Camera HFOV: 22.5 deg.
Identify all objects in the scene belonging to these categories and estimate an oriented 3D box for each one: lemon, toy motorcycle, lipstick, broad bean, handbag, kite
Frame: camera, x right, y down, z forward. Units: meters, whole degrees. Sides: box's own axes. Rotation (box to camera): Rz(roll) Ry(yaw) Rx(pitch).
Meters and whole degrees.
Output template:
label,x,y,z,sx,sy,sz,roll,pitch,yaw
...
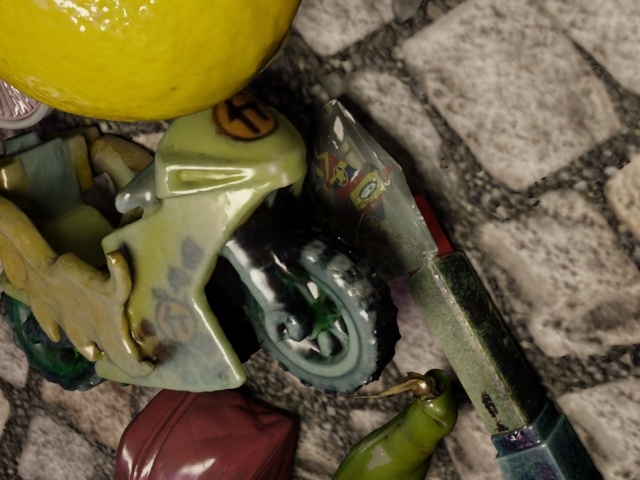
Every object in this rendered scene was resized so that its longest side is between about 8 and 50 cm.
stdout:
label,x,y,z,sx,sy,sz,roll,pitch,yaw
lemon,-0.117,-0.187,1.064,0.219,0.240,0.240,39,136,-8
toy motorcycle,-0.123,0.010,1.230,0.410,0.168,0.237,-6,107,42
lipstick,0.131,0.101,1.217,0.051,0.051,0.312,-23,102,37
broad bean,0.045,0.178,1.297,0.318,0.098,0.056,103,155,-56
handbag,-0.105,0.230,1.407,0.135,0.146,0.225,22,133,17
kite,-0.001,0.000,1.237,0.141,0.015,0.245,59,143,12

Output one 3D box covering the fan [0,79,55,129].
label,x,y,z,sx,sy,sz,roll,pitch,yaw
fan,-0.284,-0.131,1.331,0.130,0.074,0.244,47,136,-3
